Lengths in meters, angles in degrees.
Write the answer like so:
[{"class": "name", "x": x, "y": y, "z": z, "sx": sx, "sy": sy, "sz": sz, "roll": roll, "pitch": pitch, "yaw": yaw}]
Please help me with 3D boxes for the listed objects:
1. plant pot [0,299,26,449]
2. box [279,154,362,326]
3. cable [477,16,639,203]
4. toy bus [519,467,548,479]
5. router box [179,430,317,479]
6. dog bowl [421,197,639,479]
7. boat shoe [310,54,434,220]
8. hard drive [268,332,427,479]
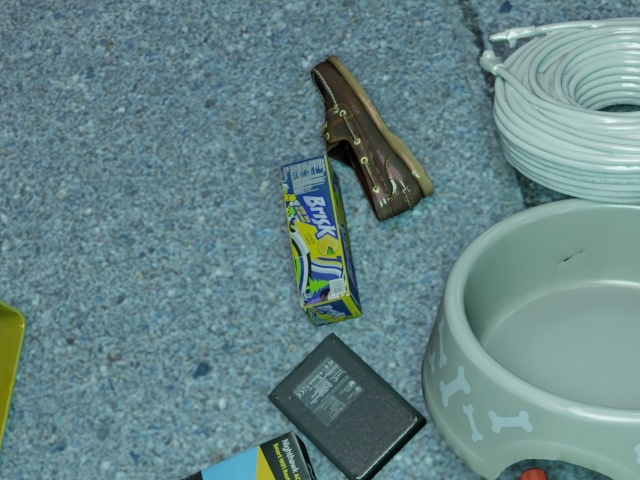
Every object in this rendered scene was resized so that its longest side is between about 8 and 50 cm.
[{"class": "plant pot", "x": -0.460, "y": 0.145, "z": 1.375, "sx": 0.187, "sy": 0.212, "sz": 0.212, "roll": -7, "pitch": 63, "yaw": 28}, {"class": "box", "x": 0.000, "y": 0.000, "z": 1.385, "sx": 0.054, "sy": 0.059, "sz": 0.168, "roll": -14, "pitch": 62, "yaw": 10}, {"class": "cable", "x": 0.297, "y": -0.129, "z": 1.296, "sx": 0.257, "sy": 0.089, "sz": 0.257, "roll": -9, "pitch": 37, "yaw": -2}, {"class": "toy bus", "x": 0.187, "y": 0.285, "z": 1.111, "sx": 0.149, "sy": 0.220, "sz": 0.211, "roll": -18, "pitch": 55, "yaw": 12}, {"class": "router box", "x": -0.052, "y": 0.290, "z": 1.267, "sx": 0.133, "sy": 0.046, "sz": 0.179, "roll": -25, "pitch": 61, "yaw": 3}, {"class": "dog bowl", "x": 0.263, "y": 0.086, "z": 1.167, "sx": 0.349, "sy": 0.102, "sz": 0.348, "roll": -3, "pitch": 37, "yaw": 2}, {"class": "boat shoe", "x": 0.038, "y": -0.111, "z": 1.420, "sx": 0.073, "sy": 0.073, "sz": 0.207, "roll": -32, "pitch": 61, "yaw": -3}, {"class": "hard drive", "x": 0.026, "y": 0.168, "z": 1.318, "sx": 0.094, "sy": 0.022, "sz": 0.135, "roll": -44, "pitch": 62, "yaw": -8}]
